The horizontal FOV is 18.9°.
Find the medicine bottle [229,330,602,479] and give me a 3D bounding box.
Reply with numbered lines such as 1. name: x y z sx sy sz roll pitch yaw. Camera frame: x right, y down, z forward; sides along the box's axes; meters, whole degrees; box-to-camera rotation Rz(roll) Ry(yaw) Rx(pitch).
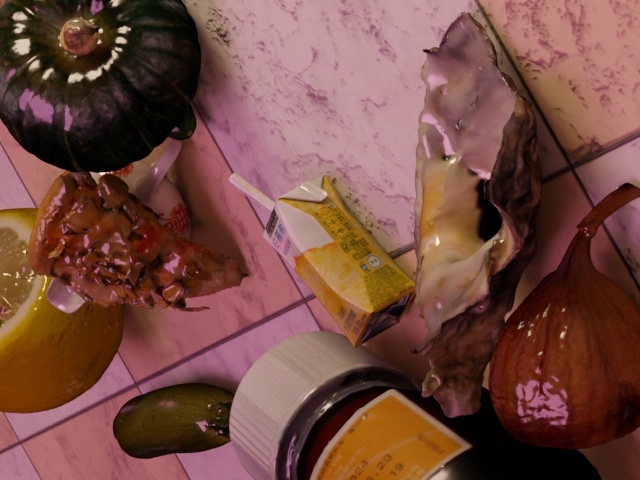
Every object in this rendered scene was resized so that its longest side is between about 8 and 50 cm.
1. medicine bottle: 0.080 0.220 1.721 0.395 0.242 0.242 39 147 59

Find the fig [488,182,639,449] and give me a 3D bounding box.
1. fig: 0.196 0.058 1.471 0.134 0.146 0.201 4 113 20

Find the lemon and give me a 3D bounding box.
1. lemon: -0.339 0.092 2.254 0.240 0.240 0.219 37 175 36

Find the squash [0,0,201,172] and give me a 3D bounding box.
1. squash: -0.219 -0.173 1.844 0.218 0.218 0.172 36 -178 37

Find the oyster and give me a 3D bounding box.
1. oyster: 0.126 -0.019 1.532 0.271 0.100 0.275 100 172 -69

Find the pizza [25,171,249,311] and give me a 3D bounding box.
1. pizza: -0.201 0.022 1.987 0.226 0.069 0.147 37 119 -19

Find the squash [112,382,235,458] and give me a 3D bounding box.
1. squash: -0.160 0.207 2.219 0.331 0.087 0.087 -15 103 60

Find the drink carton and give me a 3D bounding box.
1. drink carton: 0.000 0.000 1.788 0.200 0.074 0.084 51 149 19

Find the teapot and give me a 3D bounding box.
1. teapot: -0.209 -0.026 2.049 0.159 0.116 0.245 38 129 7

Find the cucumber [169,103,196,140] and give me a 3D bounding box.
1. cucumber: -0.216 -0.196 1.975 0.284 0.056 0.056 48 149 25
